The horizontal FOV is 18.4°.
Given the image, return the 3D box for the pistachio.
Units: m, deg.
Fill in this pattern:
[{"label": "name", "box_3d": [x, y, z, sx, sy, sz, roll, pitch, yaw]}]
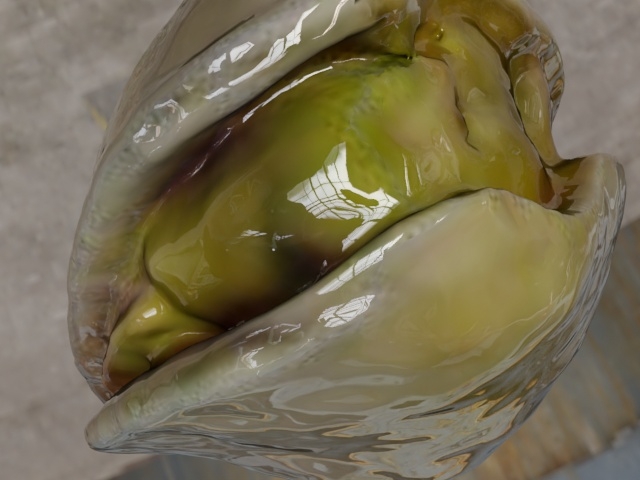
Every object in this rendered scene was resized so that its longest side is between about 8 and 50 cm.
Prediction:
[{"label": "pistachio", "box_3d": [0.000, 0.000, 0.640, 0.197, 0.166, 0.288, -30, 165, 3]}]
